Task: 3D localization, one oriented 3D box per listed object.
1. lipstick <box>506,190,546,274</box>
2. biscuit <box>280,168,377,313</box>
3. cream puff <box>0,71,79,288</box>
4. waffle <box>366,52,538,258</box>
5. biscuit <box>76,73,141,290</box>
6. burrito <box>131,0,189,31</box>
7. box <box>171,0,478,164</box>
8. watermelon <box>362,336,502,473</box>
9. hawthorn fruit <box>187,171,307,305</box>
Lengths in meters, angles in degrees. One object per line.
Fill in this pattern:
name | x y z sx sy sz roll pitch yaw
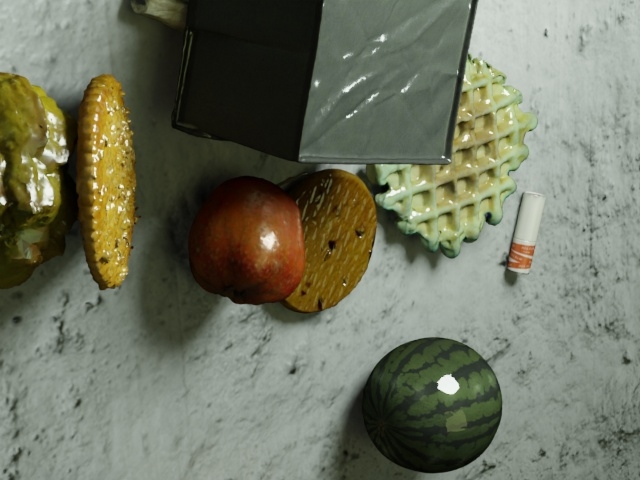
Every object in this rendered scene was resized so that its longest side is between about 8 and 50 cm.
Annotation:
lipstick | 0.333 -0.012 2.402 0.038 0.038 0.131 1 105 -44
biscuit | 0.000 0.000 2.093 0.212 0.036 0.212 -17 116 -40
cream puff | -0.367 -0.065 1.634 0.244 0.196 0.244 8 74 -31
waffle | 0.195 -0.132 2.213 0.309 0.056 0.292 34 82 -44
biscuit | -0.243 -0.068 1.719 0.035 0.254 0.254 -1 113 3
burrito | -0.167 -0.281 1.823 0.149 0.041 0.055 7 110 -48
box | 0.014 -0.237 1.865 0.345 0.204 0.251 -4 107 -51
watermelon | 0.169 0.246 2.227 0.212 0.212 0.212 -18 117 -38
hawthorn fruit | -0.089 -0.021 1.937 0.162 0.162 0.203 36 58 -45
